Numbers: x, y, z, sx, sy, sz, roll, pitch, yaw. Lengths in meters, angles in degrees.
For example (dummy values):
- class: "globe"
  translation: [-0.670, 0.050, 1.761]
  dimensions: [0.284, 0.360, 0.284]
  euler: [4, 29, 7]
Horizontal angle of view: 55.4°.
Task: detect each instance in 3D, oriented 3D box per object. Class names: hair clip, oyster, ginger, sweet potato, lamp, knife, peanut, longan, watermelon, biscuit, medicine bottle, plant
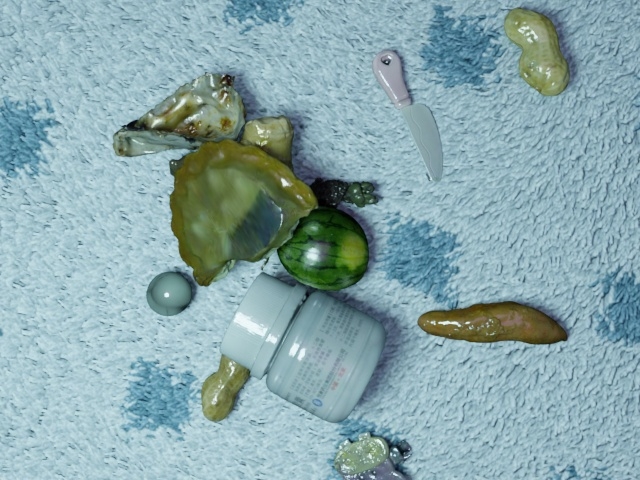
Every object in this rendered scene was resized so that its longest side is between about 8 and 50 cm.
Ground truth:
- class: "hair clip"
  translation: [0.119, 0.512, 1.399]
  dimensions: [0.187, 0.056, 0.146]
  euler: [-25, 80, 2]
- class: "oyster"
  translation: [-0.327, -0.259, 1.397]
  dimensions: [0.337, 0.133, 0.197]
  euler: [-13, 53, 5]
- class: "ginger"
  translation: [-0.160, -0.123, 1.392]
  dimensions: [0.126, 0.190, 0.354]
  euler: [38, 99, 30]
- class: "sweet potato"
  translation: [0.402, 0.186, 1.389]
  dimensions: [0.355, 0.106, 0.095]
  euler: [5, 53, 0]
- class: "lamp"
  translation: [-0.346, 0.123, 1.402]
  dimensions: [0.105, 0.105, 0.105]
  euler: [0, 87, 1]
- class: "knife"
  translation: [0.222, -0.299, 1.457]
  dimensions: [0.081, 0.043, 0.336]
  euler: [-27, 93, -7]
- class: "peanut"
  translation: [-0.218, 0.322, 1.403]
  dimensions: [0.089, 0.089, 0.192]
  euler: [27, 83, 2]
- class: "longan"
  translation: [-0.295, -0.155, 1.415]
  dimensions: [0.119, 0.106, 0.106]
  euler: [18, 87, -17]
- class: "peanut"
  translation: [0.506, -0.443, 1.423]
  dimensions: [0.103, 0.098, 0.229]
  euler: [-16, 83, -27]
- class: "watermelon"
  translation: [0.008, 0.001, 1.360]
  dimensions: [0.232, 0.127, 0.204]
  euler: [19, 51, -6]
- class: "biscuit"
  translation: [-0.186, -0.041, 1.304]
  dimensions: [0.329, 0.078, 0.335]
  euler: [22, 105, 14]
- class: "medicine bottle"
  translation: [-0.038, 0.224, 1.321]
  dimensions: [0.306, 0.245, 0.245]
  euler: [28, 88, 3]
- class: "plant"
  translation: [0.049, -0.109, 1.425]
  dimensions: [0.174, 0.087, 0.085]
  euler: [0, 117, 6]
